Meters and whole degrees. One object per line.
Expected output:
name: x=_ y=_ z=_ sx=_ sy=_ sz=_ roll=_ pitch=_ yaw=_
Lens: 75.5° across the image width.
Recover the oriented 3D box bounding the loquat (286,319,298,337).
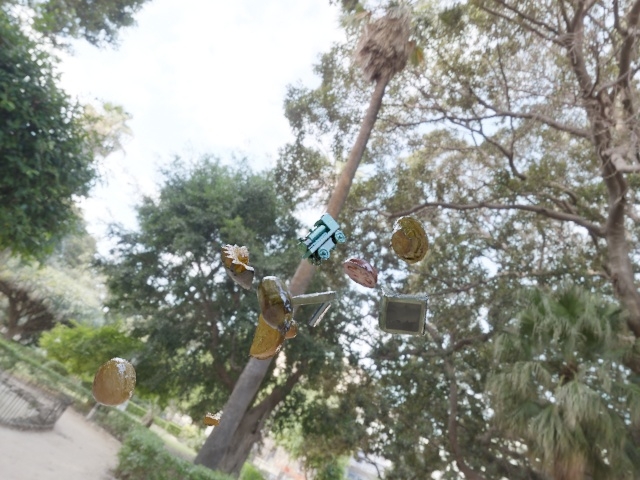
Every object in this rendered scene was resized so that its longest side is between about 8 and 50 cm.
loquat: x=-0.194 y=0.526 z=2.476 sx=0.137 sy=0.113 sz=0.137 roll=-7 pitch=-43 yaw=-7

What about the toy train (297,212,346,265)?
toy train: x=0.000 y=0.000 z=2.195 sx=0.194 sy=0.298 sz=0.120 roll=48 pitch=-41 yaw=-2

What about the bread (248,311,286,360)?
bread: x=-0.239 y=0.444 z=1.921 sx=0.139 sy=0.229 sz=0.143 roll=8 pitch=-17 yaw=20

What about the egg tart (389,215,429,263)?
egg tart: x=0.413 y=0.002 z=1.992 sx=0.241 sy=0.105 sz=0.241 roll=25 pitch=-58 yaw=49

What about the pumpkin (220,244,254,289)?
pumpkin: x=-0.368 y=0.124 z=1.771 sx=0.130 sy=0.149 sz=0.254 roll=6 pitch=21 yaw=-22

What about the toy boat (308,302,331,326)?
toy boat: x=0.000 y=0.442 z=2.537 sx=0.046 sy=0.080 sz=0.229 roll=48 pitch=-62 yaw=27

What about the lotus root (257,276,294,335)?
lotus root: x=-0.163 y=0.242 z=1.542 sx=0.128 sy=0.260 sz=0.145 roll=-15 pitch=-47 yaw=-8

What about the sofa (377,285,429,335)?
sofa: x=0.400 y=0.345 z=2.017 sx=0.225 sy=0.210 sz=0.176 roll=2 pitch=8 yaw=2

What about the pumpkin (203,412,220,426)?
pumpkin: x=-0.521 y=0.868 z=1.987 sx=0.074 sy=0.054 sz=0.083 roll=17 pitch=-15 yaw=-4

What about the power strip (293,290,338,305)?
power strip: x=-0.025 y=0.278 z=1.991 sx=0.285 sy=0.080 sz=0.048 roll=-15 pitch=-94 yaw=42

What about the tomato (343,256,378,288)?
tomato: x=0.235 y=0.169 z=2.308 sx=0.225 sy=0.085 sz=0.225 roll=33 pitch=-25 yaw=17

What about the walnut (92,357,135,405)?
walnut: x=-0.983 y=0.674 z=1.972 sx=0.195 sy=0.222 sz=0.195 roll=-5 pitch=-14 yaw=-1
